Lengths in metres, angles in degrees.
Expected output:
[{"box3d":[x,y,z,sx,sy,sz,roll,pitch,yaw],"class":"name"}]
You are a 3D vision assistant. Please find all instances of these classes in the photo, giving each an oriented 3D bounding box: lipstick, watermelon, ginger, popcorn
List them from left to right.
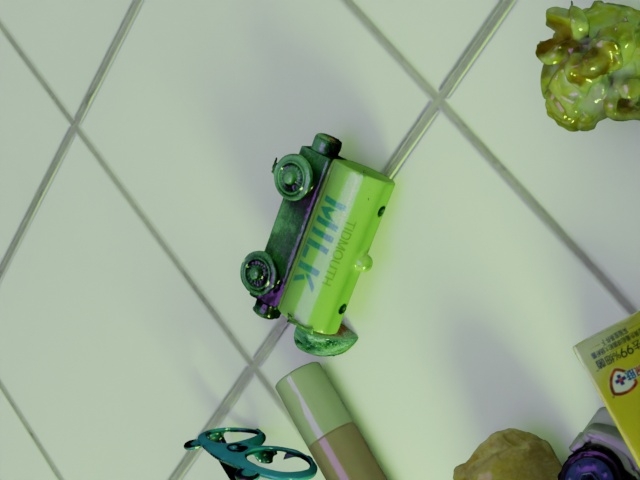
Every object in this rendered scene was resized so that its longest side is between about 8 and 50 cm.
[{"box3d":[0.000,0.118,1.744,0.085,0.085,0.061,-20,49,42],"class":"watermelon"},{"box3d":[0.030,0.282,1.731,0.070,0.070,0.254,-44,68,37],"class":"lipstick"},{"box3d":[0.246,0.387,1.492,0.189,0.126,0.354,-3,76,5],"class":"ginger"},{"box3d":[0.289,-0.184,1.381,0.162,0.136,0.141,27,142,-9],"class":"popcorn"}]

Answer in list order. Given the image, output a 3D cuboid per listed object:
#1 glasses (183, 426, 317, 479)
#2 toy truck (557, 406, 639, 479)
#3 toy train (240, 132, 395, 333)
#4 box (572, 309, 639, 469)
[{"box3d":[-0.068,0.339,1.823,0.239,0.102,0.207,17,143,54],"class":"glasses"},{"box3d":[0.370,0.244,1.382,0.213,0.161,0.177,36,100,33],"class":"toy truck"},{"box3d":[0.000,0.000,1.683,0.157,0.105,0.253,28,104,28],"class":"toy train"},{"box3d":[0.396,0.112,1.276,0.265,0.097,0.168,-27,76,9],"class":"box"}]
